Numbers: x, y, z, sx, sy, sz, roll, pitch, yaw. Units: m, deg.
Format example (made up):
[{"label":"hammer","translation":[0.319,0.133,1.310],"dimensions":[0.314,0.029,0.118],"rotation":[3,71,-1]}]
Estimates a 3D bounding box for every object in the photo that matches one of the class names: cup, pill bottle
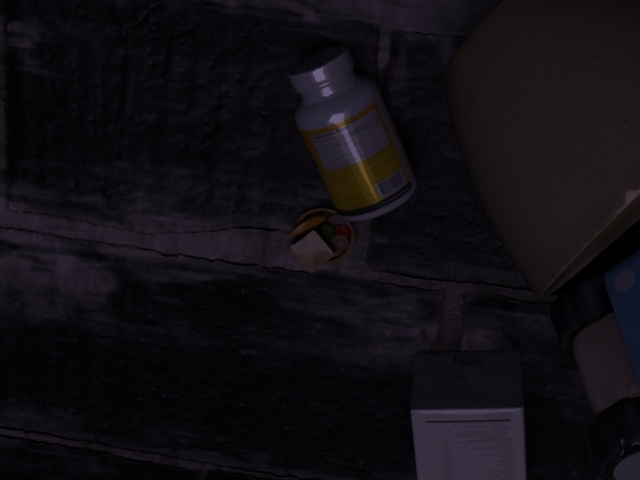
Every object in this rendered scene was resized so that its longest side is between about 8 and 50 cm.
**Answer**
[{"label":"cup","translation":[0.266,-0.137,1.207],"dimensions":[0.237,0.331,0.331],"rotation":[48,116,13]},{"label":"pill bottle","translation":[0.033,-0.122,1.337],"dimensions":[0.103,0.103,0.184],"rotation":[-19,112,17]}]

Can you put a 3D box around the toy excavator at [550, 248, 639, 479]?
[{"label":"toy excavator","translation":[0.437,0.058,1.204],"dimensions":[0.433,0.222,0.445],"rotation":[28,127,-34]}]

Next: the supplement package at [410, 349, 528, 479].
[{"label":"supplement package","translation":[0.192,0.277,1.496],"dimensions":[0.139,0.134,0.244],"rotation":[-2,116,9]}]

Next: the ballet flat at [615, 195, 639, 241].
[{"label":"ballet flat","translation":[0.337,-0.016,1.374],"dimensions":[0.173,0.049,0.057],"rotation":[-25,111,19]}]

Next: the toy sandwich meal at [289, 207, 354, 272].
[{"label":"toy sandwich meal","translation":[0.000,0.000,1.444],"dimensions":[0.086,0.029,0.085],"rotation":[3,117,7]}]
